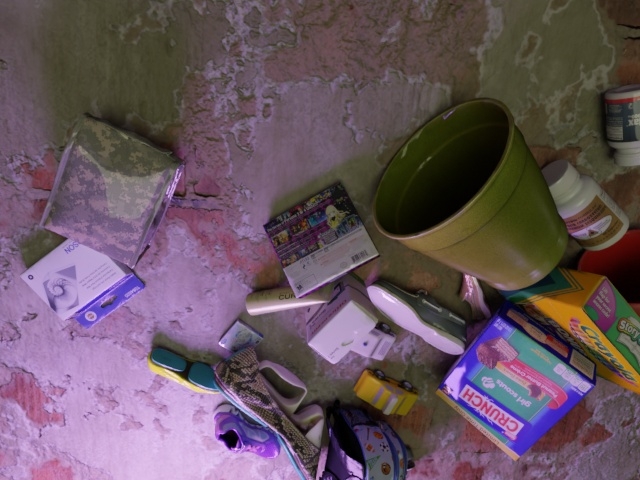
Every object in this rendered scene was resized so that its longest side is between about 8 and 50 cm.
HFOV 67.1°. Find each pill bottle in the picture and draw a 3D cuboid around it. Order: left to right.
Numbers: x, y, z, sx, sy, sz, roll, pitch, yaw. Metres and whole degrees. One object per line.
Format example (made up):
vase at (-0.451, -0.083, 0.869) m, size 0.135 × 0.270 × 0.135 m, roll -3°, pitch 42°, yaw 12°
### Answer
pill bottle at (0.648, -0.091, 1.214) m, size 0.229 × 0.131 × 0.131 m, roll 40°, pitch 102°, yaw -15°
pill bottle at (0.755, -0.279, 1.169) m, size 0.107 × 0.108 × 0.180 m, roll -15°, pitch 109°, yaw 2°

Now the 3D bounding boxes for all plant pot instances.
plant pot at (0.372, -0.066, 1.117) m, size 0.352 × 0.366 × 0.366 m, roll 37°, pitch 103°, yaw -26°
plant pot at (0.834, 0.148, 1.251) m, size 0.274 × 0.275 × 0.243 m, roll -28°, pitch 119°, yaw 6°

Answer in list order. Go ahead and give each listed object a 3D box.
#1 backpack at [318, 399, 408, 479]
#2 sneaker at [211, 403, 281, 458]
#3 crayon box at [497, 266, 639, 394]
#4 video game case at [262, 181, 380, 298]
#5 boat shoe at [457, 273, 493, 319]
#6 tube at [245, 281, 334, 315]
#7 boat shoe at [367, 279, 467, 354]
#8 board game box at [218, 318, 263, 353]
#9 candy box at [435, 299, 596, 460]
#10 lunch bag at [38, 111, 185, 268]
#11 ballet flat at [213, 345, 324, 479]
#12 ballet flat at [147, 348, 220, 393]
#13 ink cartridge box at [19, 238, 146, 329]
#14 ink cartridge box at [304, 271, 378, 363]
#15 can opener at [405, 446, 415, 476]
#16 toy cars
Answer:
backpack at (0.121, 0.629, 1.345) m, size 0.212 × 0.263 × 0.277 m, roll 4°, pitch 98°, yaw -12°
sneaker at (-0.219, 0.584, 1.409) m, size 0.236 × 0.104 × 0.095 m, roll 37°, pitch 102°, yaw -15°
crayon box at (0.659, 0.215, 1.216) m, size 0.363 × 0.313 × 0.106 m, roll 43°, pitch 84°, yaw -15°
video game case at (0.000, 0.000, 1.201) m, size 0.232 × 0.042 × 0.210 m, roll -29°, pitch 75°, yaw 6°
boat shoe at (0.409, 0.144, 1.318) m, size 0.072 × 0.068 × 0.190 m, roll -21°, pitch 109°, yaw 16°
tube at (-0.078, 0.145, 1.254) m, size 0.239 × 0.062 × 0.070 m, roll -12°, pitch 72°, yaw 20°
boat shoe at (0.270, 0.191, 1.325) m, size 0.319 × 0.116 × 0.099 m, roll 34°, pitch 61°, yaw -7°
board game box at (-0.222, 0.276, 1.347) m, size 0.090 × 0.020 × 0.090 m, roll 38°, pitch 103°, yaw -16°
candy box at (0.502, 0.367, 1.272) m, size 0.268 × 0.122 × 0.317 m, roll 37°, pitch 122°, yaw 18°
lunch bag at (-0.471, -0.124, 1.119) m, size 0.235 × 0.169 × 0.287 m, roll 26°, pitch 110°, yaw -11°
ballet flat at (-0.098, 0.487, 1.362) m, size 0.182 × 0.164 × 0.483 m, roll -38°, pitch 110°, yaw -10°
ballet flat at (-0.379, 0.374, 1.352) m, size 0.230 × 0.077 × 0.077 m, roll 27°, pitch 126°, yaw -9°
ink cartridge box at (-0.614, 0.107, 1.253) m, size 0.223 × 0.045 × 0.224 m, roll -35°, pitch 107°, yaw 8°
ink cartridge box at (0.045, 0.180, 1.224) m, size 0.092 × 0.219 × 0.160 m, roll 40°, pitch 102°, yaw -16°
can opener at (0.158, 0.720, 1.508) m, size 0.283 × 0.076 × 0.095 m, roll -17°, pitch 77°, yaw 3°
toy cars at (0.158, 0.364, 1.364) m, size 0.176 × 0.087 × 0.394 m, roll -22°, pitch 109°, yaw 4°
